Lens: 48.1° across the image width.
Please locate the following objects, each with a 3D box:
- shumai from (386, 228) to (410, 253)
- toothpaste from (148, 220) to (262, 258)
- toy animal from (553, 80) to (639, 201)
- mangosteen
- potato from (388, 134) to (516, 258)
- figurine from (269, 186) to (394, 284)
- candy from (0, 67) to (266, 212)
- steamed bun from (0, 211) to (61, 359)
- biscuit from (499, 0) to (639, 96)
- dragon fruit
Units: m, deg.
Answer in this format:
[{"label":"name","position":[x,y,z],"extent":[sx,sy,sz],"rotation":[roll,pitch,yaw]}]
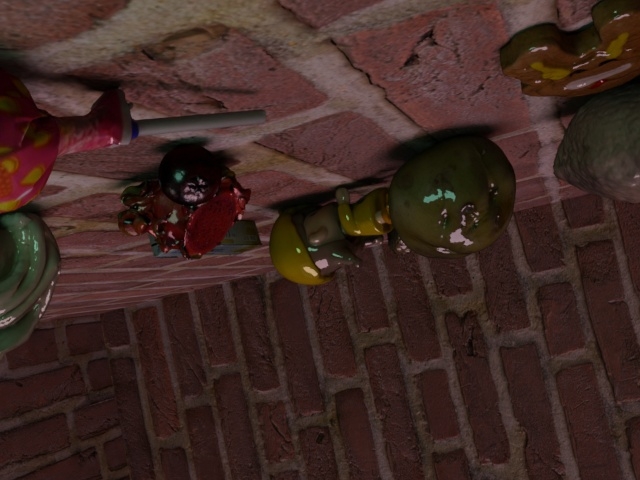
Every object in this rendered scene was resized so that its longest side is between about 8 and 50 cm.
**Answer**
[{"label":"shumai","position":[0.227,-0.056,1.642],"extent":[0.152,0.162,0.209],"rotation":[-9,156,-5]},{"label":"toothpaste","position":[-0.243,-0.007,1.557],"extent":[0.089,0.071,0.313],"rotation":[-19,172,23]},{"label":"toy animal","position":[0.498,-0.149,1.085],"extent":[0.226,0.188,0.358],"rotation":[-5,-173,3]},{"label":"mangosteen","position":[-0.168,-0.083,0.909],"extent":[0.080,0.081,0.081],"rotation":[-12,174,-1]},{"label":"potato","position":[0.237,-0.061,1.296],"extent":[0.218,0.202,0.351],"rotation":[-44,168,-7]},{"label":"figurine","position":[0.042,-0.025,1.512],"extent":[0.343,0.187,0.215],"rotation":[-25,180,37]},{"label":"candy","position":[-0.184,-0.098,0.635],"extent":[0.365,0.124,0.124],"rotation":[-17,179,-44]},{"label":"steamed bun","position":[-0.540,0.089,1.066],"extent":[0.309,0.220,0.324],"rotation":[-8,172,-44]},{"label":"biscuit","position":[0.325,-0.215,0.852],"extent":[0.186,0.044,0.295],"rotation":[-13,174,31]},{"label":"dragon fruit","position":[-0.201,-0.043,1.022],"extent":[0.207,0.150,0.133],"rotation":[-8,147,17]}]
